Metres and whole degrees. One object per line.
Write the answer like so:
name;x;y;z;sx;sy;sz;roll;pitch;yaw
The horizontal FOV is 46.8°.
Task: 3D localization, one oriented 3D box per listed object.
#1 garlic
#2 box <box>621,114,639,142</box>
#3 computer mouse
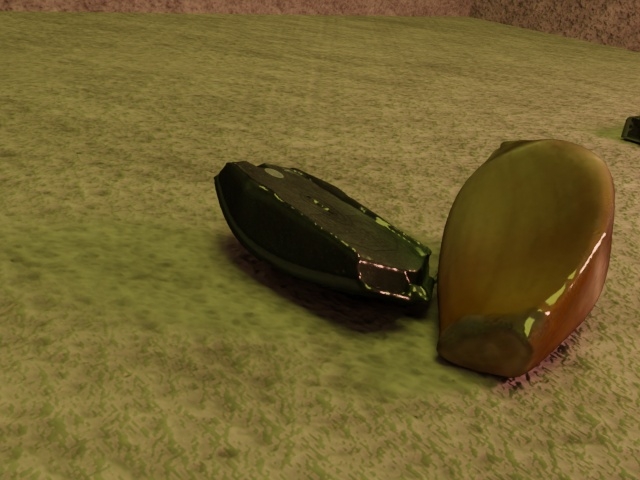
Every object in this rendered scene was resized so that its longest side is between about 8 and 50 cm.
garlic;0.175;0.001;0.622;0.143;0.112;0.318;-8;23;24
box;0.669;-0.163;1.235;0.211;0.045;0.270;-13;30;-42
computer mouse;-0.002;0.002;0.623;0.231;0.071;0.126;34;19;29
